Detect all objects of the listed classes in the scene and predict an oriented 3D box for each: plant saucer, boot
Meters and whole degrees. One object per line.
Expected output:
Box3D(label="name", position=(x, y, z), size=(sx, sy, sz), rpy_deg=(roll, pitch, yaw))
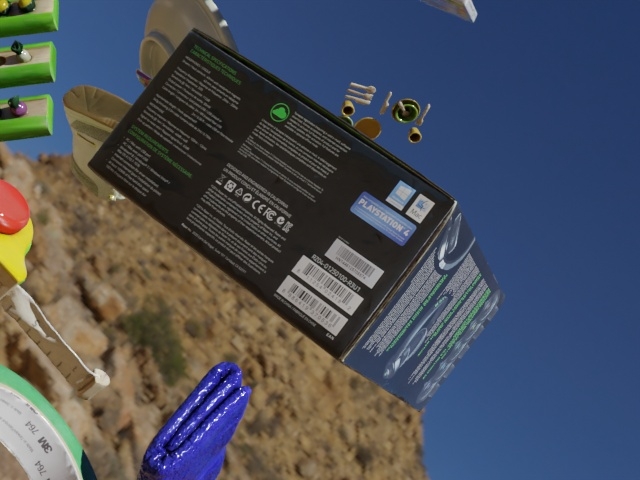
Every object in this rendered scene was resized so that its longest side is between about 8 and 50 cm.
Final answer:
Box3D(label="plant saucer", position=(-0.275, -0.321, 2.040), size=(0.400, 0.101, 0.400), rpy_deg=(45, -33, 41))
Box3D(label="boot", position=(-0.277, -0.117, 1.473), size=(0.213, 0.077, 0.165), rpy_deg=(27, -40, 12))

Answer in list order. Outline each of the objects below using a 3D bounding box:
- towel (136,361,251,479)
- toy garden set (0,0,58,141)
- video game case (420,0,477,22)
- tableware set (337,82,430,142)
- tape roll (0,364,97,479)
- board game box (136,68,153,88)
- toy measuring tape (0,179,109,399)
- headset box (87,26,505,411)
Box3D(label="towel", position=(-0.204, 0.345, 1.573), size=(0.076, 0.227, 0.308), rpy_deg=(31, -39, 10))
Box3D(label="toy garden set", position=(-0.378, -0.210, 1.045), size=(0.049, 0.204, 0.244), rpy_deg=(82, 1, -61))
Box3D(label="video game case", position=(0.169, -0.445, 1.778), size=(0.212, 0.023, 0.193), rpy_deg=(25, 8, 10))
Box3D(label="tableware set", position=(0.100, -0.199, 1.687), size=(0.154, 0.024, 0.104), rpy_deg=(14, -51, -16))
Box3D(label="tape roll", position=(-0.422, 0.306, 1.359), size=(0.321, 0.077, 0.321), rpy_deg=(52, 6, -8))
Box3D(label="board game box", position=(-0.184, -0.148, 1.287), size=(0.169, 0.033, 0.133), rpy_deg=(34, -14, 37))
Box3D(label="toy measuring tape", position=(-0.346, 0.032, 1.158), size=(0.330, 0.121, 0.121), rpy_deg=(50, -19, -9))
Box3D(label="headset box", position=(0.000, 0.000, 0.800), size=(0.246, 0.131, 0.283), rpy_deg=(36, -4, 24))
